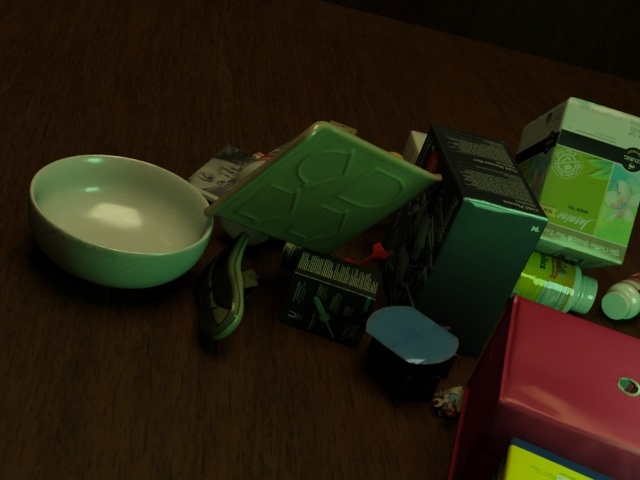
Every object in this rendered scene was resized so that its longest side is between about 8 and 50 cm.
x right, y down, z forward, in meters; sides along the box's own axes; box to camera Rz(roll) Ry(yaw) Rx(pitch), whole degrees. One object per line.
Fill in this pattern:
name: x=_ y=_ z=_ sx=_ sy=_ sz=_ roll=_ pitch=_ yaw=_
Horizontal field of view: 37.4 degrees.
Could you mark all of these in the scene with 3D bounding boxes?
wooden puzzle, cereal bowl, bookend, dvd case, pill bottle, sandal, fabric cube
wooden puzzle: x=0.004 y=-0.103 z=1.775 sx=0.348 sy=0.322 sz=0.080 roll=16 pitch=52 yaw=-41
cereal bowl: x=-0.378 y=-0.018 z=1.763 sx=0.339 sy=0.141 sz=0.339 roll=14 pitch=29 yaw=-8
bookend: x=0.190 y=0.228 z=1.742 sx=0.156 sy=0.072 sz=0.157 roll=5 pitch=33 yaw=-23
dvd case: x=-0.195 y=-0.136 z=2.154 sx=0.164 sy=0.018 sz=0.221 roll=26 pitch=39 yaw=12
pill bottle: x=0.496 y=0.091 z=2.095 sx=0.215 sy=0.117 sz=0.117 roll=18 pitch=30 yaw=-1
sandal: x=-0.166 y=0.094 z=1.754 sx=0.086 sy=0.120 sz=0.303 roll=38 pitch=25 yaw=-23
pill bottle: x=-0.081 y=-0.105 z=2.033 sx=0.176 sy=0.176 sz=0.318 roll=28 pitch=33 yaw=16
pill bottle: x=0.712 y=0.132 z=2.180 sx=0.086 sy=0.086 sz=0.152 roll=38 pitch=35 yaw=29
fabric cube: x=0.380 y=0.288 z=1.531 sx=0.258 sy=0.259 sz=0.254 roll=21 pitch=41 yaw=3

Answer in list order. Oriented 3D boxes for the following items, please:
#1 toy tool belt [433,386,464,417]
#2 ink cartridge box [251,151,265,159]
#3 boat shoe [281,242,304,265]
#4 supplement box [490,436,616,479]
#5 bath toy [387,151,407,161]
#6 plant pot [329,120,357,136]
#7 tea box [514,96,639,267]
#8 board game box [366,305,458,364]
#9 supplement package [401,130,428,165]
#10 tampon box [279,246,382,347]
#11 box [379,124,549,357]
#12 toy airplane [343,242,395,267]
toy tool belt: x=0.225 y=0.293 z=1.689 sx=0.051 sy=0.052 sz=0.083 roll=-5 pitch=18 yaw=24
ink cartridge box: x=-0.138 y=-0.185 z=2.285 sx=0.063 sy=0.029 sz=0.115 roll=32 pitch=33 yaw=20
boat shoe: x=0.000 y=0.000 z=2.018 sx=0.070 sy=0.078 sz=0.219 roll=28 pitch=39 yaw=17
supplement box: x=0.292 y=0.472 z=1.271 sx=0.195 sy=0.194 sz=0.356 roll=23 pitch=30 yaw=6
bath toy: x=0.153 y=-0.137 z=2.170 sx=0.129 sy=0.151 sz=0.348 roll=53 pitch=-4 yaw=-14
plant pot: x=0.039 y=-0.242 z=2.412 sx=0.109 sy=0.096 sz=0.109 roll=21 pitch=30 yaw=5
tea box: x=0.569 y=-0.114 z=2.152 sx=0.220 sy=0.323 sz=0.329 roll=16 pitch=-6 yaw=-3
board game box: x=0.160 y=0.181 z=1.699 sx=0.133 sy=0.033 sz=0.169 roll=-21 pitch=43 yaw=-41
supplement package: x=0.289 y=-0.106 z=2.247 sx=0.177 sy=0.175 sz=0.293 roll=13 pitch=31 yaw=-12
tampon box: x=0.019 y=0.107 z=1.797 sx=0.161 sy=0.120 sz=0.101 roll=19 pitch=30 yaw=1
box: x=0.269 y=-0.003 z=1.898 sx=0.179 sy=0.343 sz=0.312 roll=12 pitch=30 yaw=-14
toy airplane: x=0.085 y=0.055 z=1.940 sx=0.151 sy=0.028 sz=0.151 roll=-22 pitch=30 yaw=13
